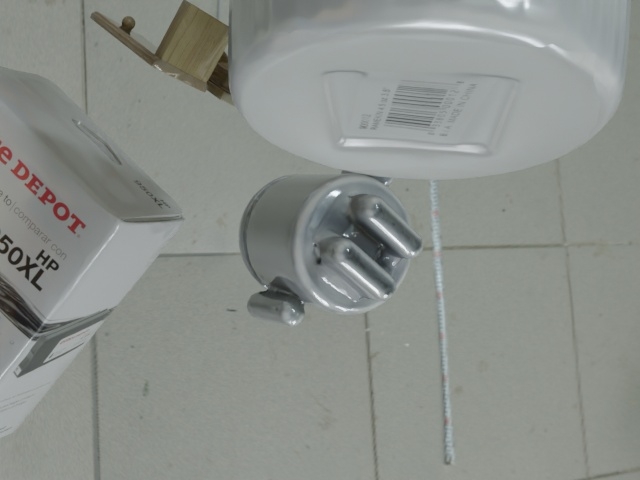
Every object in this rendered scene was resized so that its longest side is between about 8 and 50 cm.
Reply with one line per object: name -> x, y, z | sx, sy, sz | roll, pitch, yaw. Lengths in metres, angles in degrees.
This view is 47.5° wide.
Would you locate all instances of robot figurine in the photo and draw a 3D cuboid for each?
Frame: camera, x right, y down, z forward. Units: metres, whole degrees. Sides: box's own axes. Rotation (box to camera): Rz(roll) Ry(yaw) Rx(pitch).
robot figurine -> 0.000, 0.000, 1.100 | 0.200, 0.353, 0.300 | 45, 75, -24

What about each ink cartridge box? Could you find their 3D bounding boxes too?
ink cartridge box -> -0.406, 0.023, 0.885 | 0.285, 0.166, 0.395 | 43, 102, 8

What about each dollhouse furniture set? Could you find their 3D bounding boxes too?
dollhouse furniture set -> -0.087, -0.214, 0.651 | 0.144, 0.123, 0.151 | 20, 105, -50

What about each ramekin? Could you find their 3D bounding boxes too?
ramekin -> 0.068, -0.140, 0.484 | 0.277, 0.277, 0.135 | 10, 75, -21
